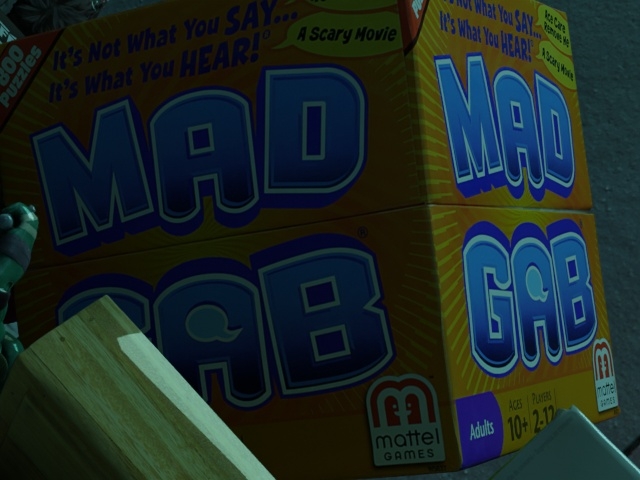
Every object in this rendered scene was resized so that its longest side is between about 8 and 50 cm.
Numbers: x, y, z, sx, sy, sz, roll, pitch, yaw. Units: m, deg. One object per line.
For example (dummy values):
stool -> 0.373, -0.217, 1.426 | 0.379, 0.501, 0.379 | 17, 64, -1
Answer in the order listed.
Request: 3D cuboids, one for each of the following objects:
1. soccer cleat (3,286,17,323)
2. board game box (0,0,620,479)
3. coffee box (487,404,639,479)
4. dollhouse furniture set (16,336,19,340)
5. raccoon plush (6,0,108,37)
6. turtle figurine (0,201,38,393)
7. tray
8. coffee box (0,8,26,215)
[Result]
soccer cleat -> -0.351, -0.011, 1.344 | 0.248, 0.083, 0.095 | 34, -8, 5
board game box -> 0.000, 0.000, 1.221 | 0.356, 0.356, 0.356 | 0, 82, -62
coffee box -> 0.182, 0.370, 1.085 | 0.334, 0.337, 0.338 | 46, -2, 19
dollhouse furniture set -> -0.293, 0.084, 1.355 | 0.152, 0.058, 0.076 | 48, -4, -20
raccoon plush -> -0.340, -0.169, 1.893 | 0.216, 0.446, 0.299 | 34, 13, -15
turtle figurine -> -0.248, 0.044, 0.952 | 0.234, 0.175, 0.118 | 37, 24, -57
tray -> -0.034, 0.244, 0.837 | 0.411, 0.076, 0.203 | 46, -38, 10
coffee box -> -0.334, -0.099, 1.210 | 0.168, 0.119, 0.297 | 48, 24, -30
